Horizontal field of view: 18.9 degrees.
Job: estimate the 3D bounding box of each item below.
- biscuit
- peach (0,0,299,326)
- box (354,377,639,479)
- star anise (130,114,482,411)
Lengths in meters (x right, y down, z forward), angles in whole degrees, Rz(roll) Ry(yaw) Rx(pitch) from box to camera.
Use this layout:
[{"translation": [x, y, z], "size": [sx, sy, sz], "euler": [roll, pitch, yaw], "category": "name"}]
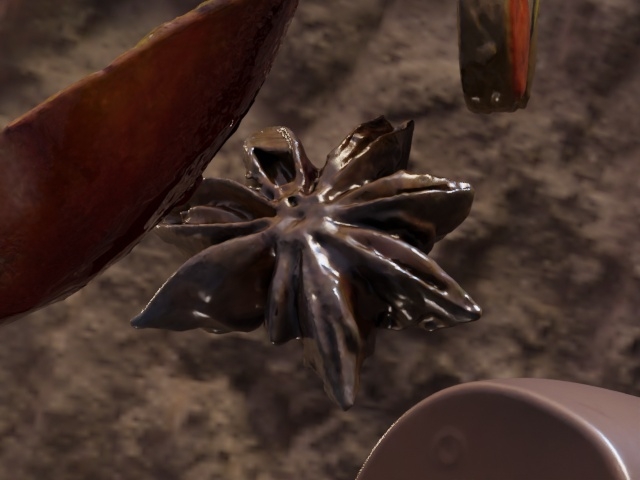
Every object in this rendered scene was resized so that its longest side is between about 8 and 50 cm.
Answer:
[{"translation": [0.173, -0.301, 1.765], "size": [0.076, 0.394, 0.368], "euler": [-1, -86, 10], "category": "biscuit"}, {"translation": [-0.086, -0.029, 0.771], "size": [0.279, 0.189, 0.068], "euler": [-30, -83, 35], "category": "peach"}, {"translation": [0.152, 0.225, 1.214], "size": [0.301, 0.216, 0.301], "euler": [-15, -116, 34], "category": "box"}, {"translation": [-0.009, 0.015, 1.612], "size": [0.315, 0.108, 0.315], "euler": [-6, -123, 9], "category": "star anise"}]
